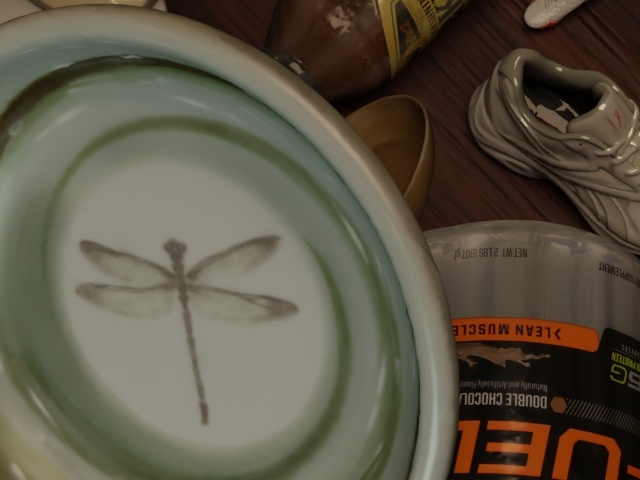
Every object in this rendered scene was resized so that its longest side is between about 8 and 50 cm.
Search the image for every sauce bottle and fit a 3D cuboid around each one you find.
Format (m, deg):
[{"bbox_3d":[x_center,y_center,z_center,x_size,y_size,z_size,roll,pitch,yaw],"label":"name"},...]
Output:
[{"bbox_3d":[0.042,-0.185,1.163,0.111,0.111,0.344,42,77,10],"label":"sauce bottle"}]

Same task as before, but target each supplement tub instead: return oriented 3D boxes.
[{"bbox_3d":[0.117,0.174,0.983,0.207,0.207,0.338,5,66,-1],"label":"supplement tub"}]

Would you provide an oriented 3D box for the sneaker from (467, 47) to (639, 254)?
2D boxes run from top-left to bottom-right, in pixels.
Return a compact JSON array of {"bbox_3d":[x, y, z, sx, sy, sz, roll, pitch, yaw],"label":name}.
[{"bbox_3d":[0.217,-0.064,1.125,0.232,0.115,0.090,29,74,7],"label":"sneaker"}]

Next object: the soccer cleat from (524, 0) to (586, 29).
[{"bbox_3d":[0.198,-0.197,1.208,0.083,0.035,0.029,-29,76,-11],"label":"soccer cleat"}]

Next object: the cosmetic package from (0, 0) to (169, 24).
[{"bbox_3d":[-0.196,-0.194,1.110,0.155,0.197,0.365,-12,75,-7],"label":"cosmetic package"}]

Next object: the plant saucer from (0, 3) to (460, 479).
[{"bbox_3d":[-0.089,0.047,0.924,0.400,0.400,0.100,39,32,10],"label":"plant saucer"}]

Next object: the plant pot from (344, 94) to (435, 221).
[{"bbox_3d":[0.000,0.000,1.055,0.032,0.236,0.236,39,73,-20],"label":"plant pot"}]

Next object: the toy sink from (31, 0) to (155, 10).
[{"bbox_3d":[-0.187,-0.261,0.961,0.234,0.131,0.152,34,74,7],"label":"toy sink"}]
